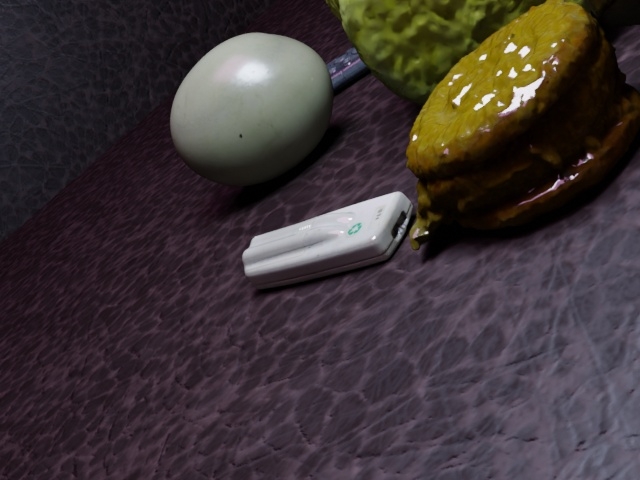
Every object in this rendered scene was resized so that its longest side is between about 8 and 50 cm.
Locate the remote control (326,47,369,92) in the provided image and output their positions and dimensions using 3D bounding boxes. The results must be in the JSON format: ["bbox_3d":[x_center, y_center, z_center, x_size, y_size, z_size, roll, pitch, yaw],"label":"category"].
[{"bbox_3d":[0.029,-0.293,1.704,0.378,0.044,0.107,-31,25,20],"label":"remote control"}]

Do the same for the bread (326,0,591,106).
[{"bbox_3d":[0.154,-0.341,1.187,0.348,0.348,0.307,-30,26,20],"label":"bread"}]

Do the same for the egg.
[{"bbox_3d":[-0.104,-0.198,1.473,0.269,0.219,0.219,-26,23,16],"label":"egg"}]

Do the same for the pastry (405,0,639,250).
[{"bbox_3d":[0.186,-0.124,0.953,0.235,0.132,0.240,-17,28,42],"label":"pastry"}]

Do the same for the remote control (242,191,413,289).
[{"bbox_3d":[0.001,0.001,1.114,0.230,0.049,0.090,-16,32,43],"label":"remote control"}]

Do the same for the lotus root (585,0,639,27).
[{"bbox_3d":[0.338,-0.305,0.891,0.260,0.149,0.267,-21,-6,-35],"label":"lotus root"}]
